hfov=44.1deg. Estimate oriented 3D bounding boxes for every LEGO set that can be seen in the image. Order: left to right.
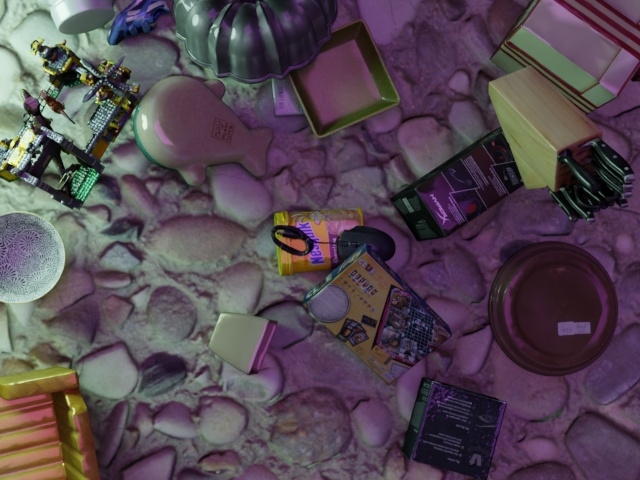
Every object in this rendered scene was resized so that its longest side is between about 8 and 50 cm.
[{"bbox_3d":[-0.491,-0.223,1.414,0.255,0.192,0.331,36,85,16],"label":"LEGO set"}]

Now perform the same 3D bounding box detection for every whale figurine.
[{"bbox_3d":[-0.227,-0.203,1.517,0.272,0.141,0.216,15,77,-29],"label":"whale figurine"}]

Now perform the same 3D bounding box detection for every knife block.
[{"bbox_3d":[0.399,-0.165,1.292,0.088,0.242,0.276,-23,93,-9],"label":"knife block"}]

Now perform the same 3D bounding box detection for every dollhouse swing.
[{"bbox_3d":[-0.560,0.422,1.358,0.304,0.315,0.347,-9,88,-27],"label":"dollhouse swing"}]

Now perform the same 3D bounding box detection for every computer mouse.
[{"bbox_3d":[0.026,0.003,1.490,0.242,0.041,0.071,5,89,-9],"label":"computer mouse"}]

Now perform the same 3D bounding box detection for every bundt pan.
[{"bbox_3d":[-0.129,-0.473,1.495,0.330,0.124,0.331,0,74,0],"label":"bundt pan"}]

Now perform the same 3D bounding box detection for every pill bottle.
[{"bbox_3d":[-0.486,-0.536,1.481,0.152,0.152,0.272,-22,89,-7],"label":"pill bottle"}]

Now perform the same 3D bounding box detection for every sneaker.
[{"bbox_3d":[-0.356,-0.427,1.539,0.059,0.053,0.144,44,84,-4],"label":"sneaker"}]

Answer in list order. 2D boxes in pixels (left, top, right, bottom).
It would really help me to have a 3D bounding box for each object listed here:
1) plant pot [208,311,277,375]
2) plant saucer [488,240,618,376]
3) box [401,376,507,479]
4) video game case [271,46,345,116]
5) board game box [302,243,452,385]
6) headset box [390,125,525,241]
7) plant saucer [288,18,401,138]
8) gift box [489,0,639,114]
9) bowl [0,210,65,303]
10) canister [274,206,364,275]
[{"bbox_3d":[-0.151,0.187,1.504,0.096,0.109,0.109,20,85,8],"label":"plant pot"},{"bbox_3d":[0.480,0.138,1.605,0.277,0.041,0.278,0,86,-7],"label":"plant saucer"},{"bbox_3d":[0.258,0.365,1.538,0.156,0.093,0.158,17,84,-5],"label":"box"},{"bbox_3d":[-0.028,-0.331,1.587,0.143,0.019,0.157,-5,86,-7],"label":"video game case"},{"bbox_3d":[0.109,0.144,1.506,0.165,0.042,0.243,-41,106,16],"label":"board game box"},{"bbox_3d":[0.300,-0.124,1.510,0.293,0.218,0.110,-34,92,-8],"label":"headset box"},{"bbox_3d":[0.037,-0.315,1.560,0.188,0.045,0.188,-24,89,-7],"label":"plant saucer"},{"bbox_3d":[0.532,-0.410,1.537,0.258,0.255,0.276,37,90,-1],"label":"gift box"},{"bbox_3d":[-0.555,0.033,1.475,0.170,0.080,0.170,0,87,-6],"label":"bowl"},{"bbox_3d":[0.000,0.000,1.543,0.169,0.073,0.126,-5,88,-8],"label":"canister"}]
